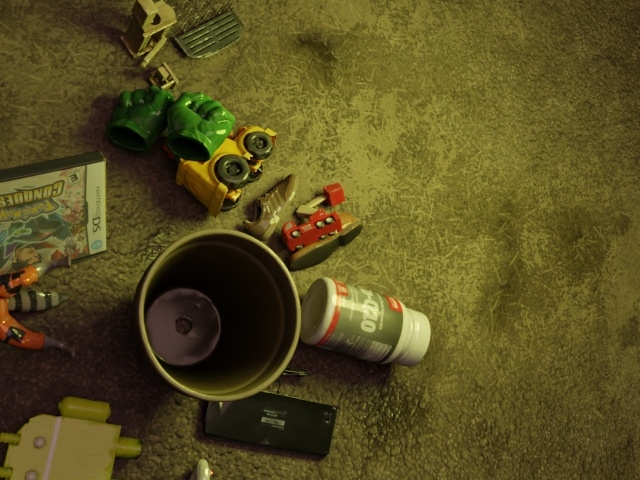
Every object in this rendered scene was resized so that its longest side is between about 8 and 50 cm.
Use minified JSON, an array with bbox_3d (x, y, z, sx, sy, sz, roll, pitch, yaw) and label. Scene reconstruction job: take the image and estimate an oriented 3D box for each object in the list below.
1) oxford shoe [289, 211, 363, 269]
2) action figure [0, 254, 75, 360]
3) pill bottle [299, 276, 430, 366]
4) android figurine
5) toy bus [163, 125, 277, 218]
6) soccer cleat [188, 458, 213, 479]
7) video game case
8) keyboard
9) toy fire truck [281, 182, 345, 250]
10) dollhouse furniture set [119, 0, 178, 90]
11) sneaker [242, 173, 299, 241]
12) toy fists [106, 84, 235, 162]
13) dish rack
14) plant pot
[{"bbox_3d":[0.000,0.000,1.754,0.212,0.076,0.076,-33,64,-26],"label":"oxford shoe"},{"bbox_3d":[-0.638,0.179,1.357,0.330,0.178,0.341,-3,110,-22],"label":"action figure"},{"bbox_3d":[0.105,0.198,1.697,0.283,0.161,0.161,18,71,-23],"label":"pill bottle"},{"bbox_3d":[-0.490,0.429,1.400,0.273,0.056,0.248,18,71,-25],"label":"android figurine"},{"bbox_3d":[-0.236,-0.195,1.637,0.211,0.149,0.220,36,61,2],"label":"toy bus"},{"bbox_3d":[-0.266,0.549,1.481,0.076,0.068,0.196,11,77,-22],"label":"soccer cleat"},{"bbox_3d":[-0.544,-0.037,1.379,0.275,0.248,0.035,-18,50,-32],"label":"video game case"},{"bbox_3d":[-0.103,0.366,1.627,0.317,0.033,0.201,18,77,-24],"label":"keyboard"},{"bbox_3d":[-0.014,-0.058,1.735,0.192,0.135,0.047,-22,132,-11],"label":"toy fire truck"},{"bbox_3d":[-0.340,-0.442,1.602,0.101,0.182,0.161,-38,96,-29],"label":"dollhouse furniture set"},{"bbox_3d":[-0.115,-0.092,1.705,0.071,0.066,0.188,33,65,-16],"label":"sneaker"},{"bbox_3d":[-0.322,-0.262,1.557,0.279,0.096,0.142,10,52,18],"label":"toy fists"},{"bbox_3d":[-0.304,-0.574,1.714,0.208,0.074,0.271,-38,97,-28],"label":"dish rack"},{"bbox_3d":[-0.240,0.164,1.459,0.323,0.280,0.323,7,75,-26],"label":"plant pot"}]
